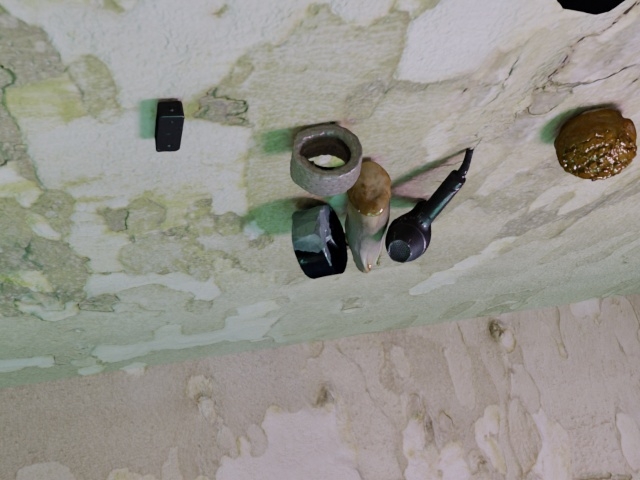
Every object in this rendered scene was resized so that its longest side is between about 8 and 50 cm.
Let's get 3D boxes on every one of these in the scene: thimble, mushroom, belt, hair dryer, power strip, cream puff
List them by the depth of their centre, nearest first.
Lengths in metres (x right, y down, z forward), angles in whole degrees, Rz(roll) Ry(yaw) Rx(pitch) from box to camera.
[{"bbox_3d":[-0.220,-0.164,0.971,0.038,0.029,0.111,-6,163,-19],"label":"power strip"},{"bbox_3d":[0.009,-0.130,1.100,0.115,0.102,0.090,18,161,4],"label":"thimble"},{"bbox_3d":[0.518,-0.172,1.251,0.165,0.115,0.150,0,162,-33],"label":"cream puff"},{"bbox_3d":[0.243,-0.083,1.358,0.271,0.091,0.235,-51,179,34],"label":"hair dryer"},{"bbox_3d":[0.094,-0.042,1.367,0.095,0.122,0.351,-1,156,4],"label":"mushroom"},{"bbox_3d":[0.000,0.000,1.392,0.078,0.151,0.198,-11,169,16],"label":"belt"}]

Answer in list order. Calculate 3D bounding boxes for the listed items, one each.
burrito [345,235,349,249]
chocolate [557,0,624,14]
[{"bbox_3d":[0.032,0.022,1.644,0.171,0.042,0.051,-27,159,31],"label":"burrito"},{"bbox_3d":[0.301,-0.323,0.749,0.125,0.080,0.148,-2,170,8],"label":"chocolate"}]
